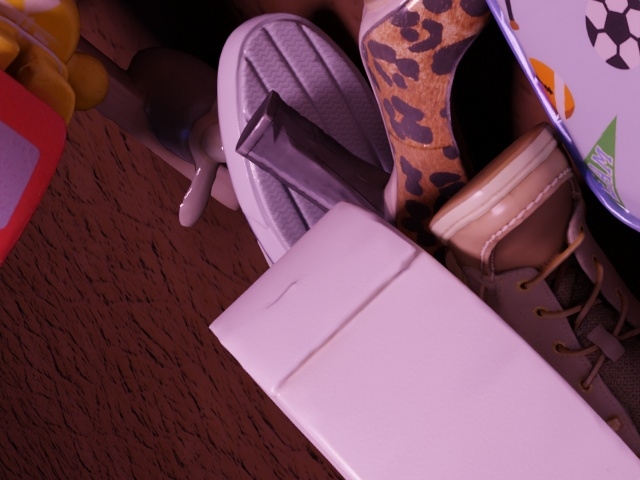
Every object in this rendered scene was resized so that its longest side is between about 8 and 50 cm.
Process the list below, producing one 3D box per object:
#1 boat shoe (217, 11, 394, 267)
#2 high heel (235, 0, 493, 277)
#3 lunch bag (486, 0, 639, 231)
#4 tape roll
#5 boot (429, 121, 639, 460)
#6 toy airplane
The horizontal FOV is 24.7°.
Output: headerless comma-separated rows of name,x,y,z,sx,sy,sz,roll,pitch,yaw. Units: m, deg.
boat shoe,0.000,0.000,0.948,0.094,0.109,0.302,6,121,59
high heel,0.095,-0.079,0.807,0.186,0.093,0.261,34,130,-14
lunch bag,0.181,-0.146,0.556,0.303,0.115,0.243,-34,80,58
tape roll,0.072,0.112,0.761,0.286,0.100,0.286,46,176,4
boot,0.131,0.038,0.714,0.165,0.077,0.213,52,177,14
toy airplane,-0.211,-0.163,0.933,0.272,0.386,0.384,-35,83,24
